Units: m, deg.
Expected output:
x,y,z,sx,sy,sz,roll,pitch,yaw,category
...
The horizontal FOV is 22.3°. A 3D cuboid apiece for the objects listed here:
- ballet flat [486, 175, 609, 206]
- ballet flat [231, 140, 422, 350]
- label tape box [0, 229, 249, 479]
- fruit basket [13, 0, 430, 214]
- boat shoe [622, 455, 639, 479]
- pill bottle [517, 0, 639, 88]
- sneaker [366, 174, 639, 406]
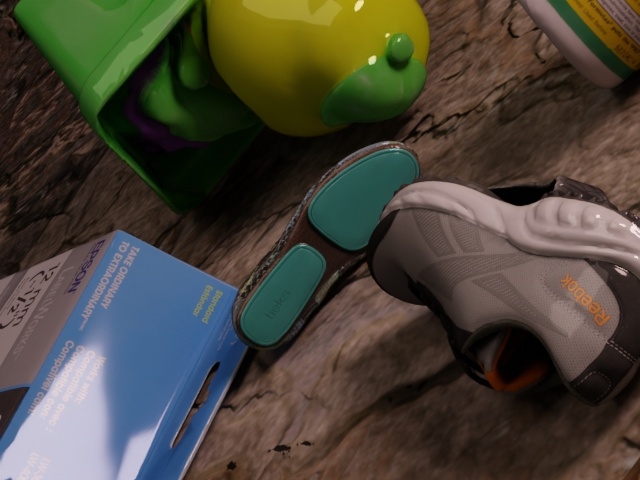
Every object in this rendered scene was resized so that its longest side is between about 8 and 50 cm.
x,y,z,sx,sy,sz,roll,pitch,yaw,category
0.120,-0.022,1.037,0.173,0.049,0.057,-5,47,58,ballet flat
0.000,0.000,1.204,0.188,0.070,0.070,-46,23,-3,ballet flat
-0.211,0.124,1.310,0.347,0.115,0.249,-22,34,49,label tape box
-0.034,-0.190,1.405,0.392,0.283,0.392,-5,70,14,fruit basket
0.173,0.126,0.653,0.341,0.110,0.122,-44,-23,-22,boat shoe
0.229,-0.205,1.048,0.208,0.117,0.118,-41,24,18,pill bottle
0.097,0.031,0.939,0.108,0.100,0.271,-59,25,-12,sneaker
